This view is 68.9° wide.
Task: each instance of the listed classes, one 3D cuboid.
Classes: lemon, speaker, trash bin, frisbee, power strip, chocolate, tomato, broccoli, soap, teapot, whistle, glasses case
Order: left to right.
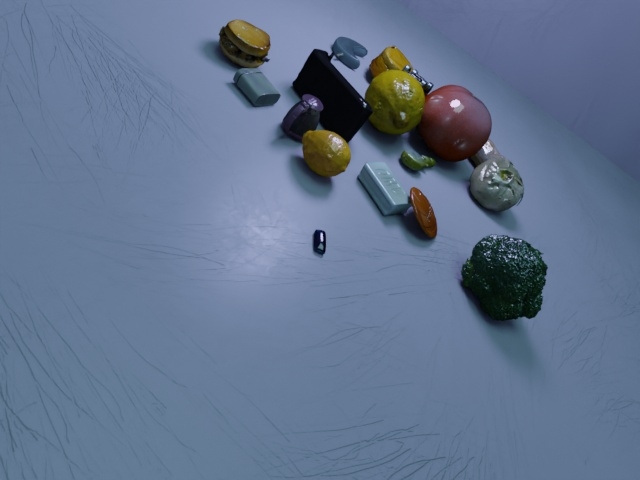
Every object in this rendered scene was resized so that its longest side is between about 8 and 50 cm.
[{"bbox_3d":[-0.220,-0.533,1.622,0.130,0.059,0.116,51,42,12],"label":"trash bin"},{"bbox_3d":[-0.065,-0.419,1.561,0.148,0.146,0.116,-1,54,-37],"label":"teapot"},{"bbox_3d":[0.000,0.000,1.310,0.034,0.023,0.083,21,42,-22],"label":"glasses case"},{"bbox_3d":[0.014,-0.282,1.499,0.187,0.142,0.142,42,40,12],"label":"lemon"},{"bbox_3d":[0.062,-0.557,1.770,0.184,0.180,0.388,-12,60,-49],"label":"speaker"},{"bbox_3d":[0.135,-0.907,2.246,0.168,0.054,0.253,32,40,-4],"label":"power strip"},{"bbox_3d":[0.223,-0.181,1.616,0.119,0.066,0.198,-8,57,-43],"label":"soap"},{"bbox_3d":[0.300,-0.556,1.890,0.246,0.245,0.319,21,38,-20],"label":"lemon"},{"bbox_3d":[0.399,-0.320,1.895,0.198,0.057,0.104,-2,48,-47],"label":"whistle"},{"bbox_3d":[0.366,-0.101,1.612,0.192,0.035,0.191,38,39,-41],"label":"frisbee"},{"bbox_3d":[0.567,-0.518,2.011,0.341,0.273,0.341,36,33,-28],"label":"tomato"},{"bbox_3d":[0.785,-0.369,2.161,0.134,0.134,0.309,5,51,-34],"label":"chocolate"},{"bbox_3d":[0.602,0.116,1.523,0.245,0.265,0.294,46,30,-53],"label":"broccoli"}]

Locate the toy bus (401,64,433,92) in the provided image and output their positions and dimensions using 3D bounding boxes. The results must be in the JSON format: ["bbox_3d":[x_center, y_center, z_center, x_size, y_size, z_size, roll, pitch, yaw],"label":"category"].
[{"bbox_3d":[0.423,-0.701,2.123,0.121,0.123,0.335,43,24,5],"label":"toy bus"}]

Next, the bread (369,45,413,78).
[{"bbox_3d":[0.339,-0.820,2.244,0.195,0.143,0.269,44,36,-8],"label":"bread"}]

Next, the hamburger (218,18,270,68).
[{"bbox_3d":[-0.283,-0.712,1.699,0.182,0.118,0.191,42,36,10],"label":"hamburger"}]

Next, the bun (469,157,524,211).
[{"bbox_3d":[0.752,-0.238,1.968,0.239,0.141,0.238,3,71,-9],"label":"bun"}]
